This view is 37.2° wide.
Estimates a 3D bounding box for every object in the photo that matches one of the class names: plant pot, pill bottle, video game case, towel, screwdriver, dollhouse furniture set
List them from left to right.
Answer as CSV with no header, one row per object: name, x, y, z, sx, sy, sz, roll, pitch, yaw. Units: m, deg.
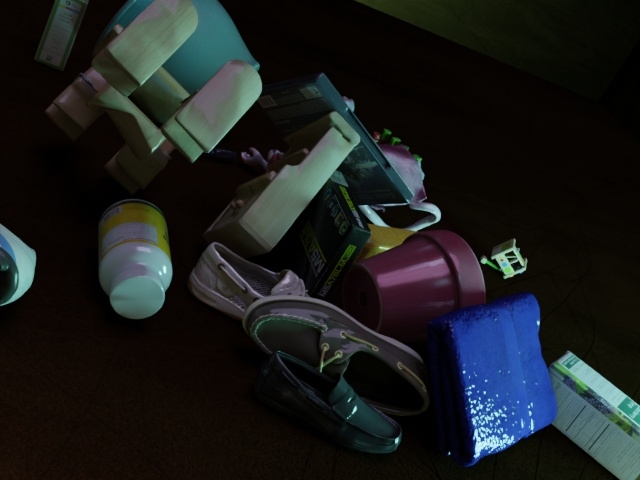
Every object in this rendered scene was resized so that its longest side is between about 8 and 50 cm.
pill bottle,-0.266,0.027,1.360,0.103,0.103,0.184,17,29,-23
plant pot,-0.274,-0.374,1.926,0.255,0.271,0.272,44,26,-4
screwdriver,-0.239,-0.171,1.846,0.170,0.024,0.025,2,65,-33
dollhouse furniture set,-0.175,-0.197,1.507,0.394,0.362,0.256,45,64,-15
video game case,0.020,-0.165,1.637,0.196,0.026,0.274,1,-43,54
plant pot,0.143,0.090,1.580,0.180,0.201,0.201,-8,42,-28
towel,0.265,0.210,1.491,0.308,0.076,0.228,-7,85,-53

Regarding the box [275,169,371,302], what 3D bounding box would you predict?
box,0.000,0.000,1.583,0.045,0.184,0.191,20,28,-28

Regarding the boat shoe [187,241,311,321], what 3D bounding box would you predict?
boat shoe,-0.064,0.091,1.454,0.277,0.096,0.098,26,26,-7

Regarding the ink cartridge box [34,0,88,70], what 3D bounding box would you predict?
ink cartridge box,-0.497,-0.453,1.872,0.062,0.209,0.109,19,28,-18

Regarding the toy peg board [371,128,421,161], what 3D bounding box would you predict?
toy peg board,0.138,-0.194,2.189,0.160,0.079,0.161,-4,40,-48

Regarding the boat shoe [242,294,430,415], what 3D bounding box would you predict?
boat shoe,0.029,0.171,1.390,0.305,0.109,0.091,24,21,-19

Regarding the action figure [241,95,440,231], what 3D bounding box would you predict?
action figure,0.019,-0.113,1.865,0.370,0.248,0.276,-6,70,-51

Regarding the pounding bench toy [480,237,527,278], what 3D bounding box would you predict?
pounding bench toy,0.394,0.048,2.047,0.065,0.083,0.052,58,25,-13

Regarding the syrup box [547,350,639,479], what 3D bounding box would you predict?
syrup box,0.478,0.305,1.611,0.237,0.096,0.093,39,27,22

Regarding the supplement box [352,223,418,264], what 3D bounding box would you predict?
supplement box,0.095,0.020,1.764,0.233,0.078,0.080,6,34,-37

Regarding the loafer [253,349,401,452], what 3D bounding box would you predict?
loafer,0.017,0.224,1.315,0.223,0.078,0.076,27,26,-5

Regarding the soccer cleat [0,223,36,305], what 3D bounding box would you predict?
soccer cleat,-0.517,-0.015,1.205,0.331,0.116,0.143,29,10,-5
